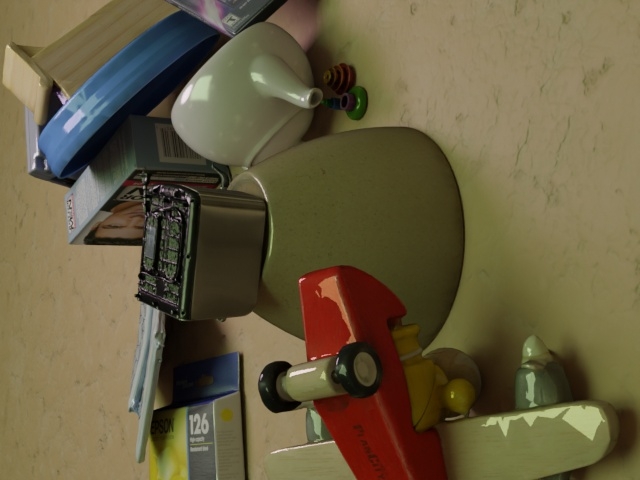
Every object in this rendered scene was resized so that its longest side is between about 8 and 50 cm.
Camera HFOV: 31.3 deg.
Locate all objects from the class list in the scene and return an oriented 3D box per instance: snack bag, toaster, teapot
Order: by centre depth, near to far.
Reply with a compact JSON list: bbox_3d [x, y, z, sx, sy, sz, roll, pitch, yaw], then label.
[{"bbox_3d":[-0.159,0.006,1.465,0.168,0.110,0.185,12,98,59],"label":"toaster"},{"bbox_3d":[-0.095,-0.198,1.778,0.187,0.256,0.252,46,110,2],"label":"teapot"},{"bbox_3d":[-0.327,0.203,2.150,0.342,0.037,0.323,-102,22,-57],"label":"snack bag"}]

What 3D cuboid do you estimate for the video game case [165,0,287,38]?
[{"bbox_3d":[-0.137,-0.432,1.865,0.196,0.026,0.274,-44,45,-10],"label":"video game case"}]

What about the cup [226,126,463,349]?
[{"bbox_3d":[0.000,0.000,1.539,0.331,0.237,0.331,-9,80,59],"label":"cup"}]

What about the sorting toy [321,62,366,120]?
[{"bbox_3d":[0.029,-0.220,1.703,0.061,0.042,0.102,-59,40,39],"label":"sorting toy"}]

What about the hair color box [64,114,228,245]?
[{"bbox_3d":[-0.340,-0.105,2.182,0.374,0.185,0.113,-36,59,53],"label":"hair color box"}]

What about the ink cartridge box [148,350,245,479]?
[{"bbox_3d":[-0.229,0.368,2.062,0.304,0.072,0.307,-22,70,58],"label":"ink cartridge box"}]

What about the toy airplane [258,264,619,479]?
[{"bbox_3d":[0.122,0.235,1.335,0.386,0.272,0.384,27,128,19],"label":"toy airplane"}]

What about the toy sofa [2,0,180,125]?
[{"bbox_3d":[-0.426,-0.374,2.220,0.177,0.362,0.150,44,152,2],"label":"toy sofa"}]

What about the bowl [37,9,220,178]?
[{"bbox_3d":[-0.348,-0.268,2.058,0.077,0.391,0.391,48,144,-5],"label":"bowl"}]

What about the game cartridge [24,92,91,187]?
[{"bbox_3d":[-0.480,-0.196,2.334,0.062,0.297,0.198,-23,66,30],"label":"game cartridge"}]

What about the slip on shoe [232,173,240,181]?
[{"bbox_3d":[-0.127,-0.048,1.951,0.051,0.041,0.135,72,-163,-74],"label":"slip on shoe"}]

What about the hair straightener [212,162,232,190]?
[{"bbox_3d":[-0.173,-0.029,1.992,0.089,0.047,0.230,-96,3,-73],"label":"hair straightener"}]
